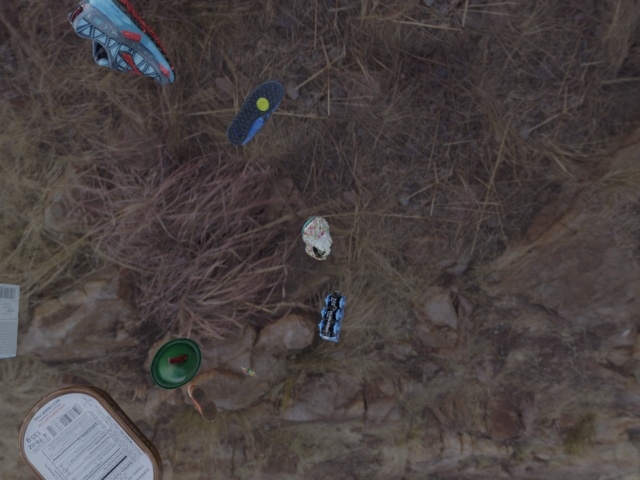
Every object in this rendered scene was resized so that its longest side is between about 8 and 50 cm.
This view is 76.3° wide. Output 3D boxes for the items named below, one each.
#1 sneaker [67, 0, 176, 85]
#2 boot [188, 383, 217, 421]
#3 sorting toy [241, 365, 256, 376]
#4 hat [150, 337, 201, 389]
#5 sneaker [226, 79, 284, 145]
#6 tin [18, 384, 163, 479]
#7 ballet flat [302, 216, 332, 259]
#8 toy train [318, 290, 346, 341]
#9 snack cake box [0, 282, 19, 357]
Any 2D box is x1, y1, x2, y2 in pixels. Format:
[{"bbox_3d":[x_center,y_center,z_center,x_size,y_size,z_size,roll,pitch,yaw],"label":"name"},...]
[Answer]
[{"bbox_3d":[-0.399,-0.397,0.830,0.125,0.104,0.262,-29,166,2],"label":"sneaker"},{"bbox_3d":[-0.444,0.608,1.534,0.084,0.059,0.158,-10,109,55],"label":"boot"},{"bbox_3d":[-0.280,0.508,1.579,0.062,0.012,0.083,20,149,13],"label":"sorting toy"},{"bbox_3d":[-0.433,0.419,1.315,0.208,0.183,0.173,-1,93,-46],"label":"hat"},{"bbox_3d":[-0.163,-0.334,1.054,0.069,0.082,0.209,44,119,-8],"label":"sneaker"},{"bbox_3d":[-0.279,0.264,0.499,0.190,0.106,0.040,46,160,2],"label":"tin"},{"bbox_3d":[0.000,0.000,1.156,0.091,0.077,0.241,-43,168,-8],"label":"ballet flat"},{"bbox_3d":[0.046,0.285,1.529,0.080,0.184,0.105,8,154,15],"label":"toy train"},{"bbox_3d":[-0.703,0.148,0.739,0.089,0.152,0.264,-9,166,11],"label":"snack cake box"}]
